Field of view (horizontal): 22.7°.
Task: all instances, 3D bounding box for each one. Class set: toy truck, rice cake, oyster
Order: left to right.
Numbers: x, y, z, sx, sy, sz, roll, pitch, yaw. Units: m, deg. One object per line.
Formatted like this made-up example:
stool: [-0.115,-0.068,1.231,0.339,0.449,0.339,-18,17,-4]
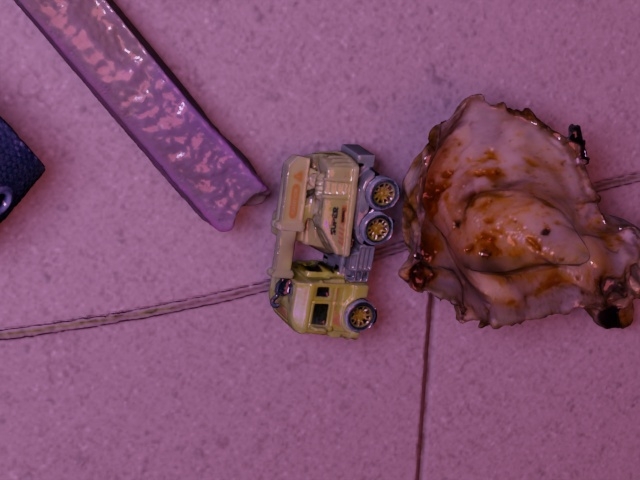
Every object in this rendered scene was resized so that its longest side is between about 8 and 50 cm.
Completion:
rice cake: [-0.172,-0.150,1.270,0.064,0.070,0.399,-40,117,1]
toy truck: [0.000,0.000,1.387,0.100,0.077,0.168,2,109,-25]
oyster: [0.204,-0.010,1.433,0.337,0.133,0.197,18,103,-31]

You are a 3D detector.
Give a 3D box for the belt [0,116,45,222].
belt: [-0.322,-0.079,1.201,0.128,0.122,0.218,-48,114,-13]
